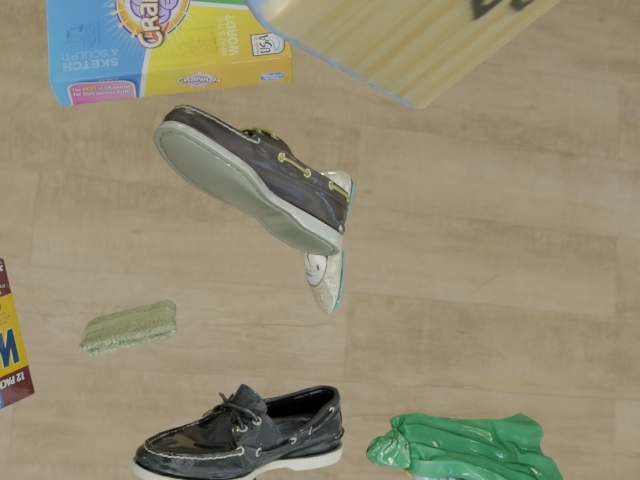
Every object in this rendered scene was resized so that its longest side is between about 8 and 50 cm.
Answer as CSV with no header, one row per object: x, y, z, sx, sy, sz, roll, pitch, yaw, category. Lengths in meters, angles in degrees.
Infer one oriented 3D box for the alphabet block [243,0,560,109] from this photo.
0.049,-0.217,0.452,0.197,0.193,0.192,-38,69,23,alphabet block

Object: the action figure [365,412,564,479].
0.143,0.221,0.850,0.232,0.137,0.063,17,118,-30,action figure

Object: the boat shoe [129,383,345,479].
-0.091,0.243,1.099,0.340,0.127,0.113,6,99,-40,boat shoe

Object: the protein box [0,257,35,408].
-0.509,0.120,1.118,0.136,0.201,0.200,-24,115,-43,protein box

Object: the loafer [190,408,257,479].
-0.118,0.376,1.207,0.084,0.096,0.268,-31,84,-14,loafer

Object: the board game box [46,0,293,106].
-0.208,-0.317,1.147,0.316,0.064,0.242,-8,70,-4,board game box

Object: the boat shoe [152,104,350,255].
-0.057,-0.064,0.783,0.227,0.081,0.069,36,63,-39,boat shoe

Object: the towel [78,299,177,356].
-0.294,0.133,1.290,0.148,0.110,0.027,-12,111,-6,towel

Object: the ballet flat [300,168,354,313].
0.000,0.000,0.974,0.052,0.057,0.168,6,91,-28,ballet flat
